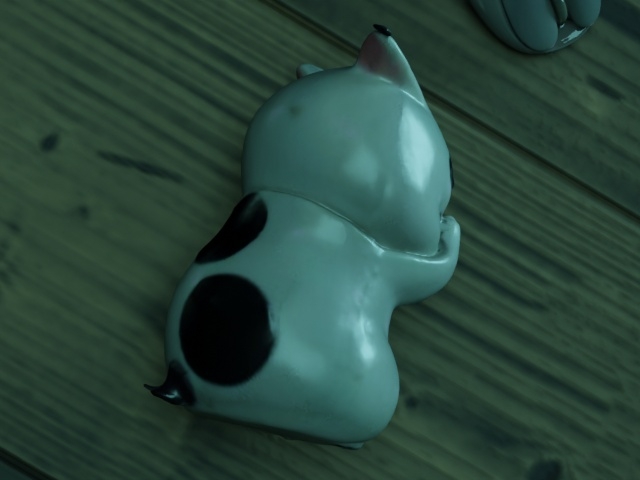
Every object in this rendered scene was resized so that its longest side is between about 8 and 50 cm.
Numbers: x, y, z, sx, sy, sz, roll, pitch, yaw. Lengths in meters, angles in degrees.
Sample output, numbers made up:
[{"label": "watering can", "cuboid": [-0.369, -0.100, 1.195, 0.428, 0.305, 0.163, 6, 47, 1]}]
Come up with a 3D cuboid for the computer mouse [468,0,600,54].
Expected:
[{"label": "computer mouse", "cuboid": [0.098, -0.138, 0.950, 0.066, 0.039, 0.096, -29, 87, -11]}]

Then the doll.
[{"label": "doll", "cuboid": [0.000, 0.007, 0.880, 0.107, 0.110, 0.180, 32, 73, -26]}]
